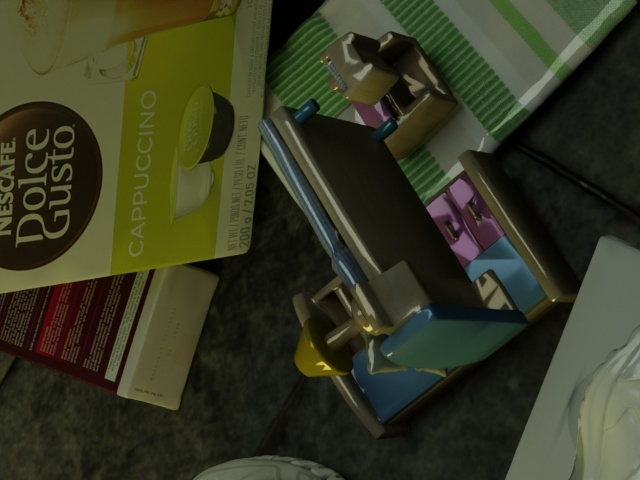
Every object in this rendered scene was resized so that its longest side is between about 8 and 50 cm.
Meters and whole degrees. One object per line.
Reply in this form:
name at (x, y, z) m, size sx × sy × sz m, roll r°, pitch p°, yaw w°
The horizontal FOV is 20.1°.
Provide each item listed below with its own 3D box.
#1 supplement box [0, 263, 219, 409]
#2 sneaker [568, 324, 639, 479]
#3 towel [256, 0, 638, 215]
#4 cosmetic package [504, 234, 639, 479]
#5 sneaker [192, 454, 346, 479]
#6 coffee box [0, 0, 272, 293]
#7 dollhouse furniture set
supplement box at (-0.214, 0.061, 1.656) m, size 0.239 × 0.073 × 0.130 m, roll 16°, pitch 87°, yaw 40°
sneaker at (0.208, 0.150, 1.101) m, size 0.115 × 0.090 × 0.232 m, roll 30°, pitch 106°, yaw 34°
towel at (0.083, -0.150, 1.500) m, size 0.325 × 0.038 × 0.248 m, roll -47°, pitch 53°, yaw 17°
cosmetic package at (0.266, 0.144, 1.190) m, size 0.224 × 0.138 × 0.224 m, roll 23°, pitch 93°, yaw 43°
sneaker at (-0.015, 0.233, 1.413) m, size 0.292 × 0.118 × 0.110 m, roll 13°, pitch 87°, yaw 43°
coffee box at (-0.277, -0.164, 1.540) m, size 0.338 × 0.334 × 0.338 m, roll 18°, pitch 109°, yaw 43°
dollhouse furniture set at (0.000, 0.000, 1.315) m, size 0.198 × 0.303 × 0.286 m, roll -40°, pitch 69°, yaw 23°
